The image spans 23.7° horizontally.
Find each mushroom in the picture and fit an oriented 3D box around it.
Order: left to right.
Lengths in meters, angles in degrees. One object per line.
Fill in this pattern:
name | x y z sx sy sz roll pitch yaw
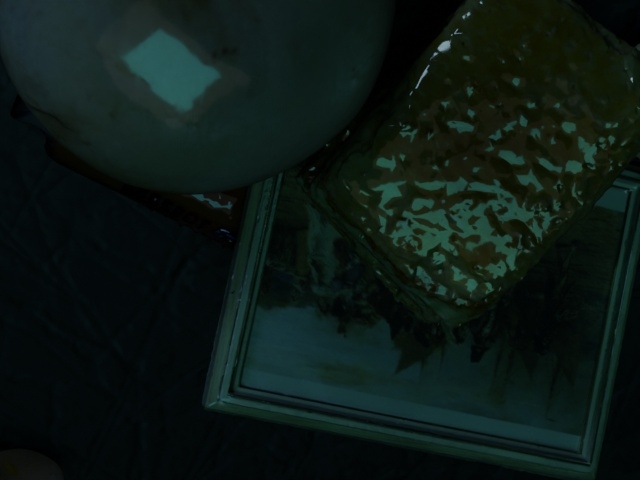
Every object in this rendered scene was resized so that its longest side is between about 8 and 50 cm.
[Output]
mushroom | -0.072 -0.138 0.840 0.226 0.178 0.226 -1 93 -22

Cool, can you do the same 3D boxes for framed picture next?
framed picture | 0.076 0.028 0.949 0.274 0.017 0.217 12 87 -18

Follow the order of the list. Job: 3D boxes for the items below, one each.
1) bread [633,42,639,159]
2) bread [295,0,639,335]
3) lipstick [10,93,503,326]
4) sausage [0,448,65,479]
bread | 0.271 -0.100 0.941 0.178 0.060 0.139 -34 115 16
bread | 0.091 -0.054 0.874 0.138 0.102 0.196 45 92 1
lipstick | 0.000 0.000 0.973 0.418 0.077 0.077 28 115 -17
sausage | -0.251 0.282 1.130 0.065 0.066 0.301 13 117 -12
